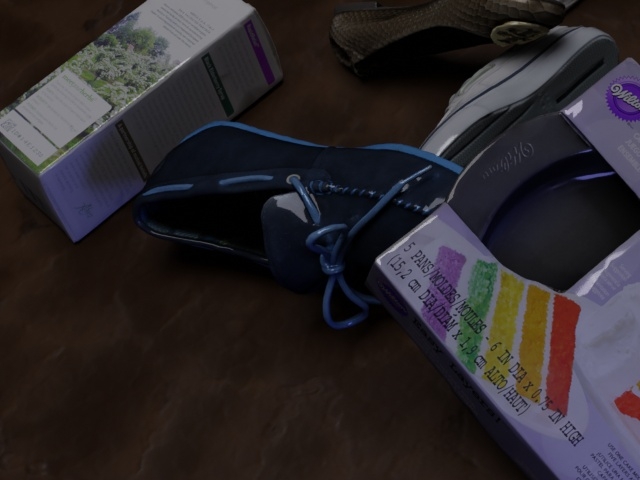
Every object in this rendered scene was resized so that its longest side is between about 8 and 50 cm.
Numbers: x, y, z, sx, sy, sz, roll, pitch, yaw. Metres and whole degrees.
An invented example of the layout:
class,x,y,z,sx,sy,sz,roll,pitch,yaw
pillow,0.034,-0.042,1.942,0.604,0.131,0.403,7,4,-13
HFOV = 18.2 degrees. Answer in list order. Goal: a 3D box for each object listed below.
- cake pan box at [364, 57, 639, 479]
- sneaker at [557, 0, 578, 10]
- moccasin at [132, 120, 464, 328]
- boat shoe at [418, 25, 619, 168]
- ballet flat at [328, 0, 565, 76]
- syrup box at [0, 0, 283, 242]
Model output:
class,x,y,z,sx,sy,sz,roll,pitch,yaw
cake pan box,0.200,0.039,1.369,0.246,0.070,0.267,-37,80,-15
sneaker,0.233,-0.280,1.692,0.080,0.094,0.212,30,66,38
moccasin,0.000,0.000,1.526,0.342,0.137,0.117,9,39,42
boat shoe,0.141,-0.097,1.591,0.226,0.083,0.076,-35,36,-26
ballet flat,0.097,-0.168,1.632,0.250,0.084,0.058,0,76,46
syrup box,-0.155,-0.119,1.696,0.237,0.096,0.093,-39,51,-15
